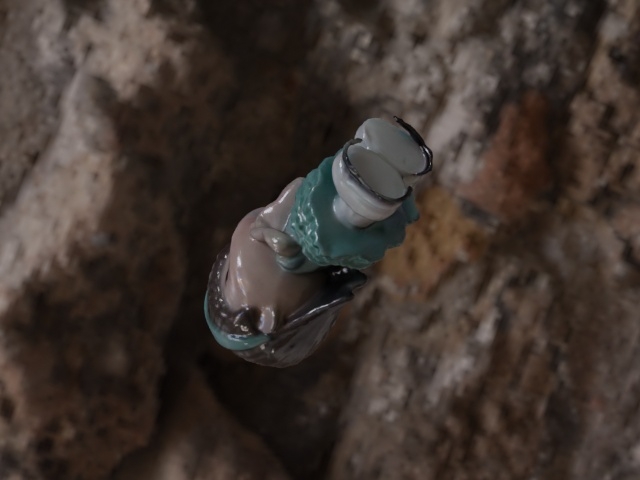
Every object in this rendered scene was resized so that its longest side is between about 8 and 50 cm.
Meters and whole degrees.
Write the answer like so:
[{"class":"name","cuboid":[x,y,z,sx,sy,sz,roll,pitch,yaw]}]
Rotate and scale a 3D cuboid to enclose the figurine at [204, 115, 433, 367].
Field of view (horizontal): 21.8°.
[{"class":"figurine","cuboid":[0.000,0.000,1.244,0.245,0.110,0.138,-47,4,47]}]
